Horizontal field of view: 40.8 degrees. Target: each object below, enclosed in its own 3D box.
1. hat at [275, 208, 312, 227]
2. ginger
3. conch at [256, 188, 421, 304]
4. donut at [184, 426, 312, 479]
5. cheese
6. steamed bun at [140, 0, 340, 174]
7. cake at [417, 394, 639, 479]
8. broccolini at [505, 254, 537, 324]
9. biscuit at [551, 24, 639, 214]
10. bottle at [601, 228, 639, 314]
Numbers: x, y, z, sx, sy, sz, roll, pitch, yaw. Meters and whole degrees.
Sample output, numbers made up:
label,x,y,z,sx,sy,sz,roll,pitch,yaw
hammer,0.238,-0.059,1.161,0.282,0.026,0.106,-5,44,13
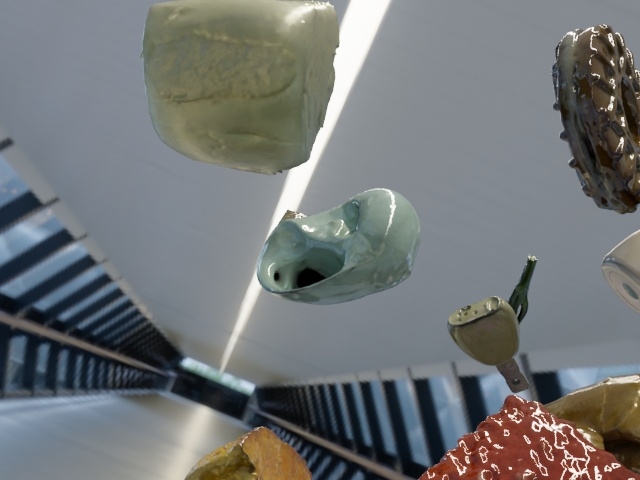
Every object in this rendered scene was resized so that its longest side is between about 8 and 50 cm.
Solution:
label,x,y,z,sx,sy,sz,roll,pitch,yaw
hat,0.000,0.000,1.611,0.175,0.147,0.085,-9,-7,-3
ginger,0.356,0.309,1.206,0.166,0.375,0.236,42,24,-17
conch,0.025,0.019,1.092,0.221,0.185,0.121,-17,-77,30
donut,-0.111,0.590,1.609,0.163,0.435,0.377,-21,-36,17
cheese,0.259,0.162,1.254,0.097,0.037,0.192,-24,-56,16
steamed bun,-0.118,-0.220,1.259,0.290,0.272,0.273,-3,14,10
cake,0.247,0.397,1.007,0.269,0.270,0.319,33,-39,34
broccolini,0.346,0.124,1.520,0.068,0.202,0.091,35,32,16
biscuit,0.494,-0.213,1.483,0.103,0.332,0.332,-14,-33,34
bottle,0.623,0.015,1.501,0.147,0.236,0.147,49,-6,7
